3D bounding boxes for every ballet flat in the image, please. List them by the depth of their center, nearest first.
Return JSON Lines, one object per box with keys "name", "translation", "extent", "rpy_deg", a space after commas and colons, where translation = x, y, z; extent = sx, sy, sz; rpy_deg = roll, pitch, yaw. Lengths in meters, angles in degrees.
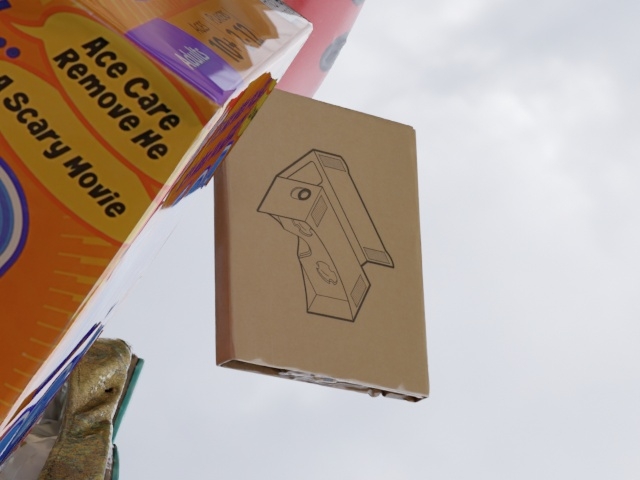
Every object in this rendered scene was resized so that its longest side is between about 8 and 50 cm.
{"name": "ballet flat", "translation": [-0.216, 0.173, 1.456], "extent": [0.123, 0.123, 0.348], "rpy_deg": [-38, -161, 15]}

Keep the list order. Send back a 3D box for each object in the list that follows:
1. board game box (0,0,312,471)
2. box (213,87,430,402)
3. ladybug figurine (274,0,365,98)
{"name": "board game box", "translation": [-0.263, -0.052, 0.907], "extent": [0.356, 0.356, 0.356], "rpy_deg": [-53, -177, 13]}
{"name": "box", "translation": [0.000, 0.000, 1.207], "extent": [0.021, 0.164, 0.201], "rpy_deg": [-27, -123, 48]}
{"name": "ladybug figurine", "translation": [-0.034, -0.294, 1.950], "extent": [0.305, 0.161, 0.449], "rpy_deg": [-91, -154, -62]}
